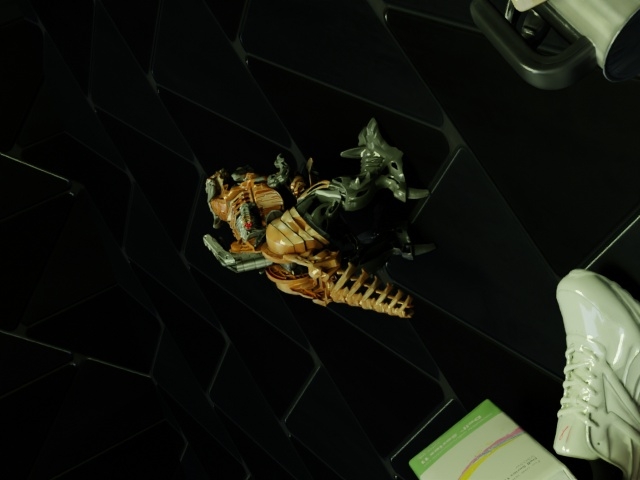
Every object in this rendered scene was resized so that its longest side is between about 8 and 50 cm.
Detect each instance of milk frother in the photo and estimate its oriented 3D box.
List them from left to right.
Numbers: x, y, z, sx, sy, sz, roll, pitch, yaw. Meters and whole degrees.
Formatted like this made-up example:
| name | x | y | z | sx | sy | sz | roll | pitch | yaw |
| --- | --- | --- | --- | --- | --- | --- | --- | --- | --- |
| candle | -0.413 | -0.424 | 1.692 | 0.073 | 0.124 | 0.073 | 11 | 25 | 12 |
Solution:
| name | x | y | z | sx | sy | sz | roll | pitch | yaw |
| --- | --- | --- | --- | --- | --- | --- | --- | --- | --- |
| milk frother | 0.197 | -0.169 | 0.962 | 0.135 | 0.129 | 0.143 | 52 | -161 | 28 |

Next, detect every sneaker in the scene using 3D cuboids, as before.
| name | x | y | z | sx | sy | sz | roll | pitch | yaw |
| --- | --- | --- | --- | --- | --- | --- | --- | --- | --- |
| sneaker | 0.251 | 0.141 | 1.132 | 0.090 | 0.115 | 0.232 | -1 | 114 | 66 |

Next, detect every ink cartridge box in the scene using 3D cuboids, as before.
| name | x | y | z | sx | sy | sz | roll | pitch | yaw |
| --- | --- | --- | --- | --- | --- | --- | --- | --- | --- |
| ink cartridge box | 0.213 | 0.297 | 1.209 | 0.207 | 0.119 | 0.353 | 53 | 178 | -7 |

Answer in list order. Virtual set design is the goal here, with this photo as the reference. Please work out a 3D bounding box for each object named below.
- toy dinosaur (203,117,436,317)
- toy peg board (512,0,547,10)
| name | x | y | z | sx | sy | sz | roll | pitch | yaw |
| --- | --- | --- | --- | --- | --- | --- | --- | --- | --- |
| toy dinosaur | 0.000 | 0.000 | 1.405 | 0.322 | 0.218 | 0.164 | 52 | 155 | 27 |
| toy peg board | 0.158 | -0.254 | 0.834 | 0.160 | 0.079 | 0.161 | -23 | 91 | 30 |
